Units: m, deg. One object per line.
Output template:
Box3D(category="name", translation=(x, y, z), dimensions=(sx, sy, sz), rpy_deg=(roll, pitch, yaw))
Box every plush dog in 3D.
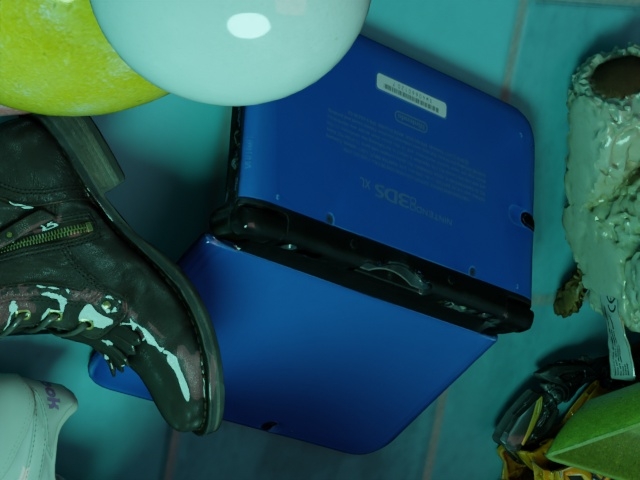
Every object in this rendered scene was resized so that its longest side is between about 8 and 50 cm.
Box3D(category="plush dog", translation=(0.311, -0.015, 1.533), dimensions=(0.225, 0.262, 0.210), rpy_deg=(-12, 149, -23))

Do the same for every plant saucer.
Box3D(category="plant saucer", translation=(0.297, 0.138, 1.501), dimensions=(0.188, 0.188, 0.045), rpy_deg=(21, 55, -44))

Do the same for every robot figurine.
Box3D(category="robot figurine", translation=(0.267, 0.172, 1.640), dimensions=(0.291, 0.085, 0.211), rpy_deg=(-26, 122, -26))

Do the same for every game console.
Box3D(category="game console", translation=(0.000, 0.000, 1.406), dimensions=(0.293, 0.173, 0.250), rpy_deg=(20, 65, -41))

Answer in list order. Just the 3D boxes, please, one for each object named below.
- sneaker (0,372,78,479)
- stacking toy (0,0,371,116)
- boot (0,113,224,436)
Box3D(category="sneaker", translation=(-0.221, 0.230, 1.278), dimensions=(0.152, 0.114, 0.305), rpy_deg=(-3, 111, -35))
Box3D(category="stacking toy", translation=(-0.123, -0.172, 0.941), dimensions=(0.351, 0.480, 0.350), rpy_deg=(-16, 118, -32))
Box3D(category="boot", translation=(-0.205, 0.050, 1.199), dimensions=(0.229, 0.091, 0.263), rpy_deg=(-31, 91, -25))
